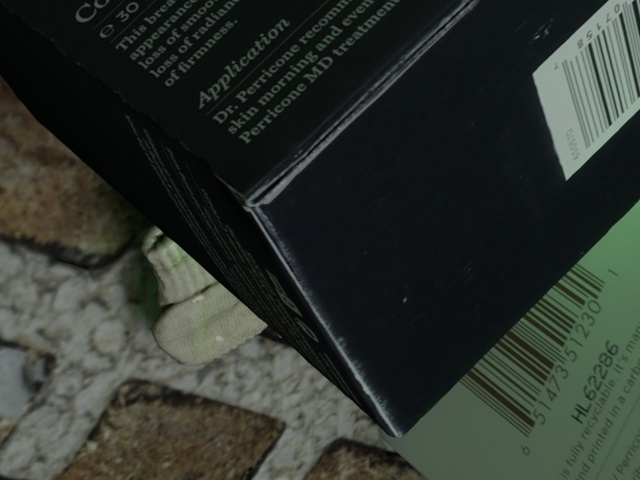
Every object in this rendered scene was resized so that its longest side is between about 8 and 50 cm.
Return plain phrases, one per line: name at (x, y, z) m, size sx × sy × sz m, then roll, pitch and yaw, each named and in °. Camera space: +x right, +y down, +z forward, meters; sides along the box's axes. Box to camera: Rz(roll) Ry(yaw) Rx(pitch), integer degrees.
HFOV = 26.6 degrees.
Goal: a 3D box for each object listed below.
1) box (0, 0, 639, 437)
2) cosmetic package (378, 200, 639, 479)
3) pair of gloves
box at (0.030, -0.151, 0.620) m, size 0.343 × 0.312 × 0.179 m, roll -43°, pitch 141°, yaw -10°
cosmetic package at (0.332, 0.098, 1.107) m, size 0.393 × 0.327 × 0.329 m, roll -1°, pitch 120°, yaw -46°
pair of gloves at (0.000, 0.000, 0.859) m, size 0.240 × 0.042 × 0.204 m, roll -27°, pitch 158°, yaw -16°
